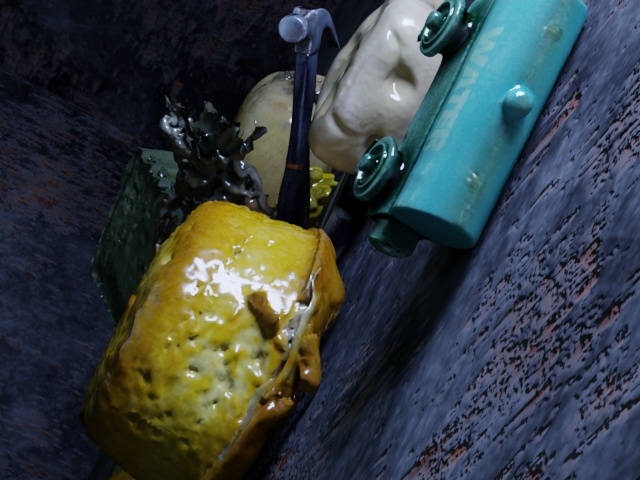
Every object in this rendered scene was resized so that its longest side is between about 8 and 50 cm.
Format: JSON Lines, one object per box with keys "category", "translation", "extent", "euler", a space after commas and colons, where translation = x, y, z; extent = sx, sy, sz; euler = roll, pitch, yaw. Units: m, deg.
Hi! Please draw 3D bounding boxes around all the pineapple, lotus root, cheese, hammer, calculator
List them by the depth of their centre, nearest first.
{"category": "cheese", "translation": [0.079, -0.177, 1.689], "extent": [0.235, 0.117, 0.218], "euler": [-62, 8, -13]}
{"category": "hammer", "translation": [-0.021, -0.122, 1.777], "extent": [0.137, 0.037, 0.290], "euler": [-43, -40, -66]}
{"category": "pineapple", "translation": [-0.129, -0.034, 1.828], "extent": [0.361, 0.175, 0.175], "euler": [79, -148, -57]}
{"category": "calculator", "translation": [0.000, 0.000, 1.888], "extent": [0.268, 0.040, 0.177], "euler": [-54, 10, 51]}
{"category": "lotus root", "translation": [-0.067, -0.103, 2.307], "extent": [0.183, 0.182, 0.310], "euler": [-85, 18, -73]}

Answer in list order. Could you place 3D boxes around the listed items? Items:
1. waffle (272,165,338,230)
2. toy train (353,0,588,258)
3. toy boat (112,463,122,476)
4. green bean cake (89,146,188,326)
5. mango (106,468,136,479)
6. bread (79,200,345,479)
{"category": "waffle", "translation": [-0.069, 0.036, 2.140], "extent": [0.293, 0.069, 0.260], "euler": [-61, 6, 14]}
{"category": "toy train", "translation": [0.119, -0.100, 1.222], "extent": [0.248, 0.101, 0.159], "euler": [-64, 20, -11]}
{"category": "toy boat", "translation": [-0.224, 0.284, 2.231], "extent": [0.276, 0.084, 0.111], "euler": [-56, 11, 34]}
{"category": "green bean cake", "translation": [-0.222, 0.022, 2.262], "extent": [0.241, 0.132, 0.255], "euler": [49, 125, 48]}
{"category": "mango", "translation": [-0.254, 0.366, 2.051], "extent": [0.219, 0.112, 0.145], "euler": [-50, 7, 3]}
{"category": "bread", "translation": [-0.121, 0.121, 1.640], "extent": [0.358, 0.204, 0.337], "euler": [163, 131, -78]}
